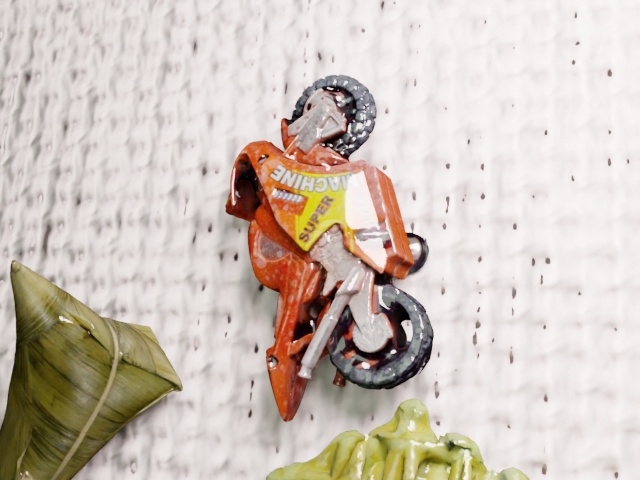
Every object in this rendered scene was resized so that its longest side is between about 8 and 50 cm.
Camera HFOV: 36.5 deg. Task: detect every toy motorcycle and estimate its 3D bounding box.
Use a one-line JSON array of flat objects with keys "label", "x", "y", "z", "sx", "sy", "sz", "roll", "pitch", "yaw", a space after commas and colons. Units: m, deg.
[{"label": "toy motorcycle", "x": 0.001, "y": -0.001, "z": 0.865, "sx": 0.171, "sy": 0.089, "sz": 0.298, "roll": -17, "pitch": 69, "yaw": 14}]

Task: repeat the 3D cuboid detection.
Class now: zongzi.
[{"label": "zongzi", "x": -0.260, "y": 0.134, "z": 0.850, "sx": 0.205, "sy": 0.204, "sz": 0.094, "roll": -44, "pitch": 47, "yaw": 2}]

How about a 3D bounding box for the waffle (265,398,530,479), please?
[{"label": "waffle", "x": 0.047, "y": 0.297, "z": 0.762, "sx": 0.317, "sy": 0.073, "sz": 0.297, "roll": -36, "pitch": 66, "yaw": 5}]
